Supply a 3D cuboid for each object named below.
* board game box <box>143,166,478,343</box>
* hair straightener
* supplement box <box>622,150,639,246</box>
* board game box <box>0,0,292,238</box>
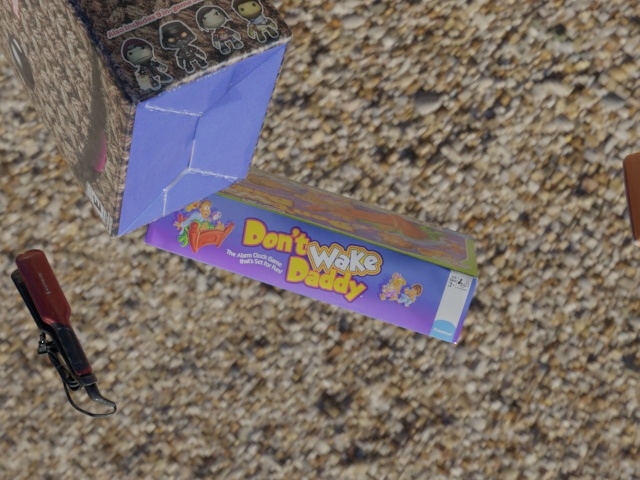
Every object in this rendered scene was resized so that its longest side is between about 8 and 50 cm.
[{"bbox_3d":[0.000,0.000,1.380,0.347,0.233,0.078,18,102,2],"label":"board game box"},{"bbox_3d":[-0.321,0.125,1.525,0.230,0.047,0.089,56,145,13],"label":"hair straightener"},{"bbox_3d":[0.348,-0.049,0.902,0.233,0.078,0.080,-18,68,37],"label":"supplement box"},{"bbox_3d":[-0.174,-0.192,1.021,0.291,0.141,0.232,57,156,16],"label":"board game box"}]
